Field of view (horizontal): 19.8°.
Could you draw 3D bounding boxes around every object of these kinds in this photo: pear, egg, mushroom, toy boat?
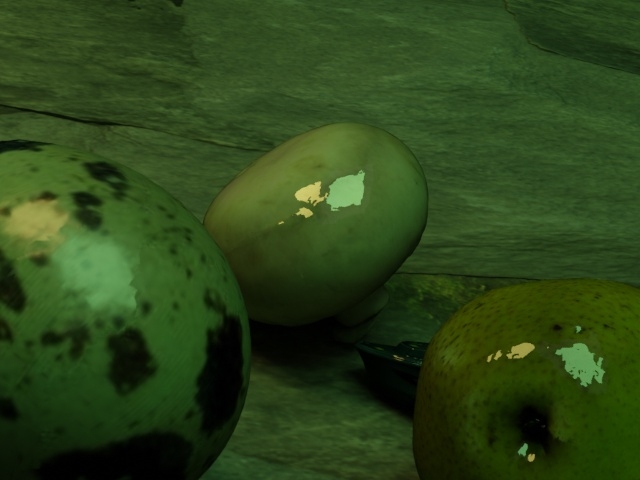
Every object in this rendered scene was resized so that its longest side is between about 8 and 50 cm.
[{"bbox_3d":[0.213,0.162,1.547,0.294,0.294,0.294,12,29,-7],"label":"pear"},{"bbox_3d":[-0.220,0.064,1.477,0.287,0.288,0.379,-14,44,-42],"label":"egg"},{"bbox_3d":[0.000,0.000,1.806,0.246,0.202,0.246,-22,25,11],"label":"mushroom"},{"bbox_3d":[0.151,0.129,1.750,0.246,0.103,0.093,13,4,5],"label":"toy boat"}]
